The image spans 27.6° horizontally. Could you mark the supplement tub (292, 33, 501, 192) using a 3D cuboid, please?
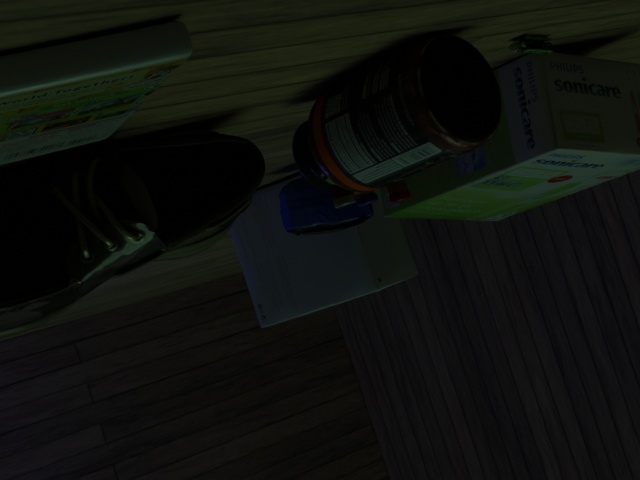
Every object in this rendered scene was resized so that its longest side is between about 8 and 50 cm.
[{"bbox_3d":[0.060,-0.105,1.168,0.106,0.106,0.198,-16,177,-41],"label":"supplement tub"}]

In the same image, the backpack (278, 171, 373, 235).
[{"bbox_3d":[0.003,-0.058,1.747,0.120,0.101,0.098,-15,176,6],"label":"backpack"}]

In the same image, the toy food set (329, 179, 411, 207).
[{"bbox_3d":[0.056,-0.093,1.356,0.111,0.104,0.232,-18,177,-7],"label":"toy food set"}]

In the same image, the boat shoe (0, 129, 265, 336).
[{"bbox_3d":[-0.192,-0.027,1.097,0.355,0.132,0.130,-27,174,-42],"label":"boat shoe"}]

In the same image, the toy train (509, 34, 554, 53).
[{"bbox_3d":[0.210,-0.194,1.298,0.024,0.017,0.083,-8,-177,29],"label":"toy train"}]

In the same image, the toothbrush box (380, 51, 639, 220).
[{"bbox_3d":[0.231,-0.115,1.542,0.206,0.122,0.283,1,164,-40],"label":"toothbrush box"}]

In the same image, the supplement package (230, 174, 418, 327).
[{"bbox_3d":[0.000,0.000,1.903,0.203,0.194,0.149,-19,178,28],"label":"supplement package"}]

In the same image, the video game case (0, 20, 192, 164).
[{"bbox_3d":[-0.214,-0.075,0.810,0.227,0.026,0.206,-16,177,-25],"label":"video game case"}]
